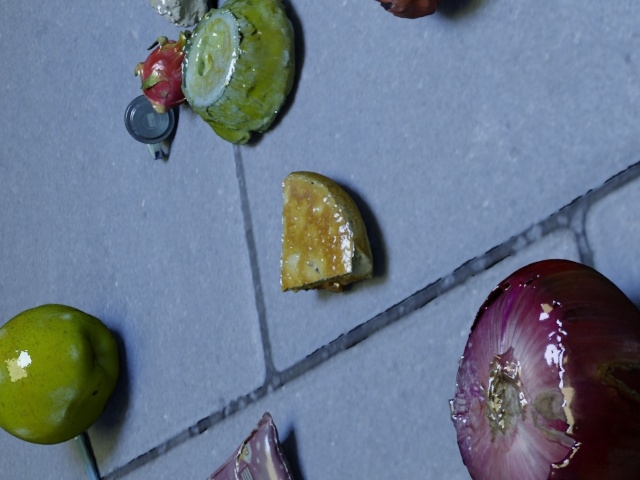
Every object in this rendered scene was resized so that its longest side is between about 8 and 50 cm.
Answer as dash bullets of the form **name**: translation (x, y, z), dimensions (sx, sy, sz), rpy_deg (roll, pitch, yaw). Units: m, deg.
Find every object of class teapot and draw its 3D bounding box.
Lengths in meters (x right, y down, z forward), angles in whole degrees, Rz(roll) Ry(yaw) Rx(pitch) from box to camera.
- **teapot**: translation (-0.226, -0.152, 1.859), dimensions (0.057, 0.066, 0.088), rpy_deg (-145, 42, -71)

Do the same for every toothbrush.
- **toothbrush**: translation (-0.305, 0.350, 1.921), dimensions (0.016, 0.019, 0.219), rpy_deg (-60, 42, 37)

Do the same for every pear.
- **pear**: translation (-0.366, 0.180, 1.901), dimensions (0.198, 0.198, 0.198), rpy_deg (-11, 76, 53)

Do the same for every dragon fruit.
- **dragon fruit**: translation (-0.184, -0.217, 1.782), dimensions (0.116, 0.086, 0.081), rpy_deg (-40, 16, 32)

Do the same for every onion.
- **onion**: translation (0.197, 0.139, 1.139), dimensions (0.248, 0.161, 0.248), rpy_deg (-33, 49, 48)

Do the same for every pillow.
- **pillow**: translation (-0.079, 0.287, 1.599), dimensions (0.185, 0.043, 0.118), rpy_deg (-49, 54, 43)

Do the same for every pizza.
- **pizza**: translation (0.001, 0.000, 1.525), dimensions (0.134, 0.046, 0.175), rpy_deg (-55, 45, 33)

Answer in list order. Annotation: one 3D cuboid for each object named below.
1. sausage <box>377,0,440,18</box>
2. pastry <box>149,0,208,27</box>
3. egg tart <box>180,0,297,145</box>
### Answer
- **sausage**: translation (0.055, -0.349, 1.415), dimensions (0.152, 0.152, 0.280), rpy_deg (-49, 47, 38)
- **pastry**: translation (-0.150, -0.392, 1.763), dimensions (0.121, 0.089, 0.258), rpy_deg (48, 127, 31)
- **egg tart**: translation (-0.104, -0.215, 1.676), dimensions (0.197, 0.078, 0.197), rpy_deg (-14, 72, 51)
